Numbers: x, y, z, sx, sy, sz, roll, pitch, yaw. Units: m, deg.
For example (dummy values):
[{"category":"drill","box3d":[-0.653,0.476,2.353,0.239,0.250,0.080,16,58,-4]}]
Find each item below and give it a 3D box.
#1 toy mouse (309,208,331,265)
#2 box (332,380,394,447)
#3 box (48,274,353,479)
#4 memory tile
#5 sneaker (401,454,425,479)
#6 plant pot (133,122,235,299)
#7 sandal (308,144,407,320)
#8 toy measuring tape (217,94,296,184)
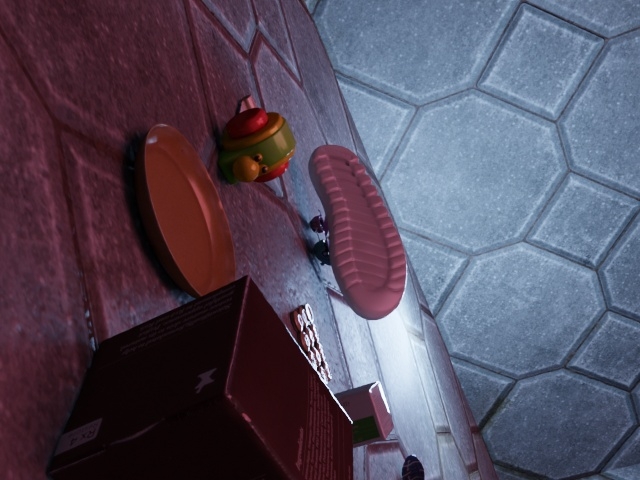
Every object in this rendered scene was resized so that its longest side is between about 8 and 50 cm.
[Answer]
[{"category":"toy mouse","box3d":[0.000,0.000,1.716,0.143,0.031,0.160,40,33,-68]},{"category":"box","box3d":[0.058,0.296,1.376,0.102,0.101,0.087,6,66,-77]},{"category":"box","box3d":[-0.087,0.177,0.712,0.203,0.169,0.167,58,17,-25]},{"category":"memory tile","box3d":[-0.014,0.186,1.429,0.113,0.012,0.148,-18,89,-78]},{"category":"sneaker","box3d":[0.212,0.546,1.834,0.058,0.052,0.135,50,31,-84]},{"category":"plant pot","box3d":[-0.170,-0.029,1.017,0.236,0.032,0.236,-19,90,-78]},{"category":"sandal","box3d":[0.071,-0.014,1.707,0.102,0.170,0.416,124,-40,-52]},{"category":"toy measuring tape","box3d":[-0.096,-0.185,1.375,0.330,0.121,0.121,-86,155,-60]}]
